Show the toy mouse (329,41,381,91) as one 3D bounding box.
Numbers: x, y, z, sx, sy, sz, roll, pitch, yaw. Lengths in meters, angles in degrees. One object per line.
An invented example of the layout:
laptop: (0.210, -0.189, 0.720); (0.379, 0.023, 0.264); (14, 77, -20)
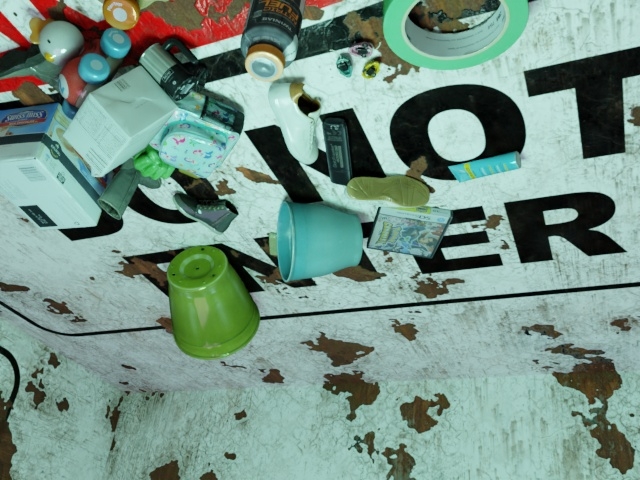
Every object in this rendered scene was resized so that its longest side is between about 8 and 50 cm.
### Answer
toy mouse: (0.089, -0.469, 1.668); (0.143, 0.031, 0.161); (18, 145, -16)

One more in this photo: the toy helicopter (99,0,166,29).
toy helicopter: (-0.383, -0.648, 1.439); (0.355, 0.140, 0.235); (-19, 131, 19)

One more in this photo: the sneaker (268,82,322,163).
sneaker: (-0.041, -0.325, 1.845); (0.123, 0.106, 0.290); (-4, 144, 21)

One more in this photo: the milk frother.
milk frother: (-0.383, -0.453, 1.738); (0.135, 0.129, 0.143); (45, 176, 4)

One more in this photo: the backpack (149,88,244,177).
backpack: (-0.373, -0.315, 1.869); (0.253, 0.191, 0.225); (26, 144, -18)

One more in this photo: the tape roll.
tape roll: (0.301, -0.515, 1.467); (0.321, 0.077, 0.321); (2, 155, 1)

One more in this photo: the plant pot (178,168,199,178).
plant pot: (-0.408, -0.244, 2.073); (0.081, 0.082, 0.083); (23, 156, -22)

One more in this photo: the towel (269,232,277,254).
towel: (-0.141, 0.019, 2.463); (0.110, 0.027, 0.148); (5, 148, 5)

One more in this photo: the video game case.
video game case: (0.306, -0.035, 2.284); (0.248, 0.035, 0.275); (9, 147, -2)

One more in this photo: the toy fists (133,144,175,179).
toy fists: (-0.544, -0.293, 1.961); (0.096, 0.142, 0.279); (-13, 142, 29)

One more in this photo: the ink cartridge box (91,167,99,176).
ink cartridge box: (-0.678, -0.301, 1.970); (0.045, 0.145, 0.179); (-2, 149, -14)

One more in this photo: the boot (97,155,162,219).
boot: (-0.617, -0.158, 2.120); (0.076, 0.209, 0.189); (-14, 141, 31)

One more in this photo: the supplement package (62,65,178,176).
supplement package: (-0.521, -0.310, 1.695); (0.149, 0.194, 0.203); (49, 134, -8)

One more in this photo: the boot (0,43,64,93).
boot: (-0.783, -0.460, 1.818); (0.246, 0.084, 0.161); (-9, 149, 26)

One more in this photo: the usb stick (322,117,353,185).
usb stick: (0.054, -0.265, 1.976); (0.077, 0.045, 0.278); (7, 148, 12)

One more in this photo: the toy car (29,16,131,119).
toy car: (-0.651, -0.474, 1.674); (0.238, 0.210, 0.219); (34, 144, -16)

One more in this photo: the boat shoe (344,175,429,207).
boat shoe: (0.209, -0.155, 2.081); (0.277, 0.098, 0.096); (6, 173, -13)

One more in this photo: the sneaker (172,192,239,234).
sneaker: (-0.398, -0.123, 2.271); (0.222, 0.083, 0.118); (33, 121, -23)

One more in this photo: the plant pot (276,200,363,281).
plant pot: (0.000, 0.000, 2.218); (0.255, 0.272, 0.272); (-1, 149, -15)

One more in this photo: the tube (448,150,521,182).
tube: (0.496, -0.221, 1.959); (0.207, 0.052, 0.080); (-11, 134, 36)

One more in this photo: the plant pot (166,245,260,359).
plant pot: (-0.451, 0.222, 2.582); (0.366, 0.367, 0.353); (1, 135, 10)

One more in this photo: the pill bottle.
pill bottle: (-0.111, -0.480, 1.495); (0.130, 0.246, 0.130); (5, 147, 3)

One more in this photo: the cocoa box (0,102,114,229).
cocoa box: (-0.855, -0.225, 2.048); (0.231, 0.228, 0.347); (-3, 145, 15)
